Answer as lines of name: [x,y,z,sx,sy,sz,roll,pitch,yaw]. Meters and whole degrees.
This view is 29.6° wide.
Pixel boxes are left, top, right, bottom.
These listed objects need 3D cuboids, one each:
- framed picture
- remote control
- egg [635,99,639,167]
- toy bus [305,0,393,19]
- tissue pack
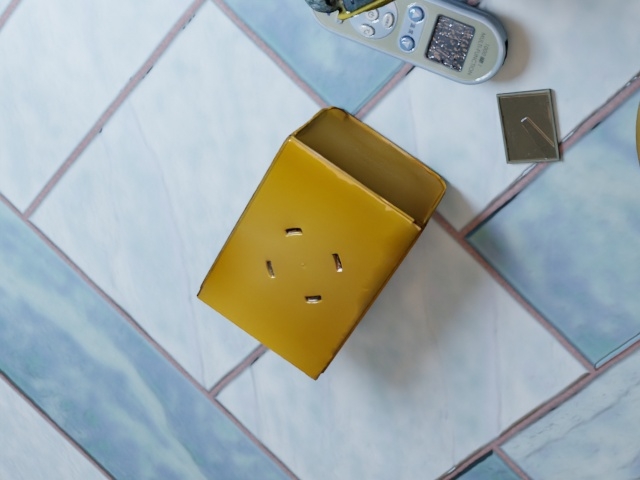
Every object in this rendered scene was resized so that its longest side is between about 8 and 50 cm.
framed picture: [0.244,-0.133,1.419,0.066,0.006,0.089,-3,114,23]
remote control: [0.100,-0.253,1.395,0.244,0.047,0.087,24,119,10]
egg: [0.475,-0.130,1.161,0.351,0.282,0.282,-29,102,34]
toy bus: [0.014,-0.393,1.187,0.121,0.123,0.335,-13,99,56]
tissue pack: [0.000,0.000,1.507,0.194,0.145,0.274,34,122,1]
